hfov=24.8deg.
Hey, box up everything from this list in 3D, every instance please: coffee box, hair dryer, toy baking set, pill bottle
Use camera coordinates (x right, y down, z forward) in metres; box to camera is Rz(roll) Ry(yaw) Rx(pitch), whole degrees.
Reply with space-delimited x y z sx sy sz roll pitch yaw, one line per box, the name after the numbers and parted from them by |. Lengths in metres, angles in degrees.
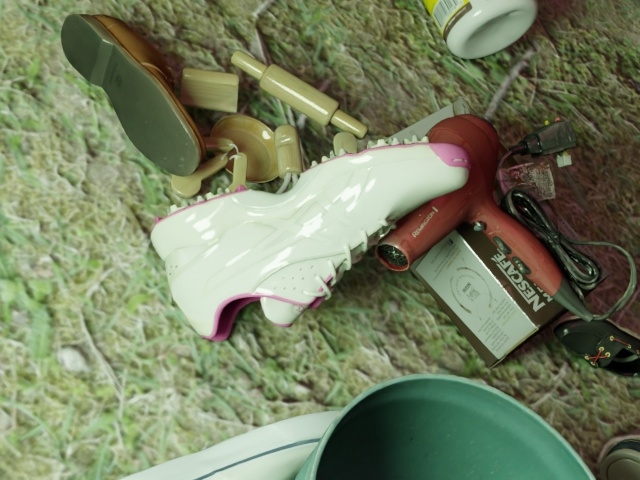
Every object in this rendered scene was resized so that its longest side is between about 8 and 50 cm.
0.162 -0.010 1.520 0.141 0.098 0.246 -30 77 -39 | coffee box
0.178 -0.024 1.420 0.294 0.080 0.223 -8 66 -29 | hair dryer
-0.045 -0.084 1.464 0.256 0.030 0.196 28 60 5 | toy baking set
0.164 -0.331 1.736 0.117 0.117 0.215 -9 65 -36 | pill bottle

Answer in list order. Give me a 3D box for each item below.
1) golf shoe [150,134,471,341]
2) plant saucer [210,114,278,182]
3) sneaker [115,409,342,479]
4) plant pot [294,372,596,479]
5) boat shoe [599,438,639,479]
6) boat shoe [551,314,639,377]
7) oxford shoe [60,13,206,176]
0.000 0.000 1.328 0.115 0.306 0.140 22 52 -70 | golf shoe
-0.076 -0.090 1.489 0.083 0.015 0.083 16 52 -21 | plant saucer
-0.074 0.217 1.236 0.258 0.094 0.091 -17 80 -30 | sneaker
0.079 0.282 1.198 0.293 0.196 0.293 16 53 -21 | plant pot
0.389 0.271 1.465 0.254 0.095 0.079 34 49 -8 | boat shoe
0.299 0.112 1.543 0.133 0.049 0.042 21 46 -36 | boat shoe
-0.166 -0.150 1.428 0.076 0.076 0.212 -15 59 -44 | oxford shoe
